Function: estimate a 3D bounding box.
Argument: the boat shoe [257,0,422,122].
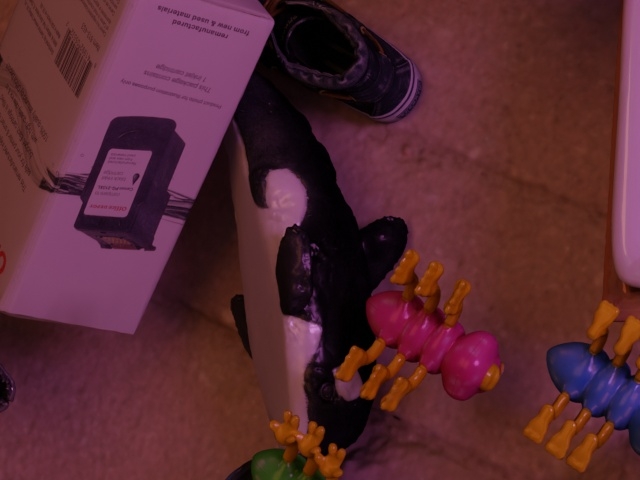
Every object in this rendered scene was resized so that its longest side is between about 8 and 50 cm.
[{"bbox_3d":[-0.019,-0.141,1.238,0.183,0.083,0.065,31,93,33],"label":"boat shoe"}]

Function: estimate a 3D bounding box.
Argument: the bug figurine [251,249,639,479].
[{"bbox_3d":[0.075,0.137,1.067,0.216,0.072,0.279,37,98,19],"label":"bug figurine"}]

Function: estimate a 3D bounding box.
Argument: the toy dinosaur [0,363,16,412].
[{"bbox_3d":[-0.302,0.015,1.279,0.164,0.218,0.322,-40,60,16],"label":"toy dinosaur"}]

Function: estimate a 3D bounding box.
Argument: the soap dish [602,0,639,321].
[{"bbox_3d":[0.302,-0.065,1.010,0.291,0.118,0.229,-3,74,30],"label":"soap dish"}]

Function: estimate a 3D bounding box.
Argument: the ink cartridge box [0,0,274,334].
[{"bbox_3d":[-0.143,-0.084,1.221,0.237,0.100,0.172,-64,33,21],"label":"ink cartridge box"}]

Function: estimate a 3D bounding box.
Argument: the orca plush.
[{"bbox_3d":[0.000,0.000,1.208,0.151,0.102,0.287,107,152,-49],"label":"orca plush"}]

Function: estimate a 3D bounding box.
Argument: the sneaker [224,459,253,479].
[{"bbox_3d":[0.007,0.226,1.140,0.069,0.082,0.209,-29,75,-20],"label":"sneaker"}]
